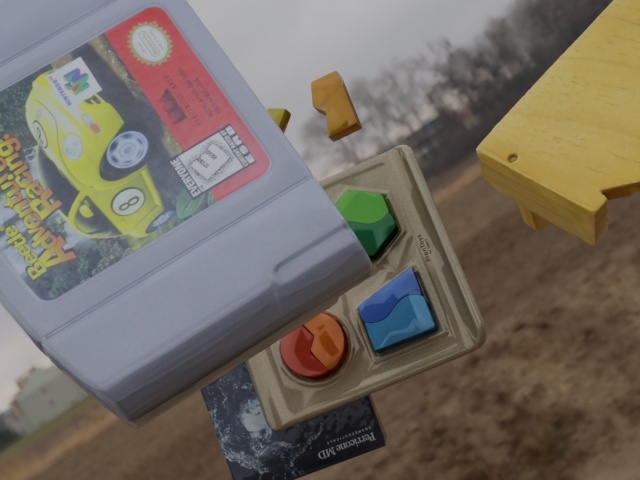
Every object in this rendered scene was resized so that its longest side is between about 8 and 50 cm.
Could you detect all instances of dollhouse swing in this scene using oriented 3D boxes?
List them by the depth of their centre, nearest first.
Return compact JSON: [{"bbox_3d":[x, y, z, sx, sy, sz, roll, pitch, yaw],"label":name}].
[{"bbox_3d":[0.439,-0.131,1.823,0.347,0.305,0.315,-46,45,-8],"label":"dollhouse swing"}]

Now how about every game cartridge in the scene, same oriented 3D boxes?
[{"bbox_3d":[-0.128,-0.044,0.797,0.196,0.294,0.060,-34,-21,-6],"label":"game cartridge"}]

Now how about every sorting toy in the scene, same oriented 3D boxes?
[{"bbox_3d":[0.000,0.000,1.251,0.229,0.307,0.041,-25,-18,11],"label":"sorting toy"}]

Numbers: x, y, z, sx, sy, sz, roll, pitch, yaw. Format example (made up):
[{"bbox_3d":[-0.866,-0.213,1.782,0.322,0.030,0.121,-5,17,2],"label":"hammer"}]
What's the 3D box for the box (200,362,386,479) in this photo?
[{"bbox_3d":[-0.032,0.155,1.317,0.156,0.158,0.093,-21,-4,0],"label":"box"}]
